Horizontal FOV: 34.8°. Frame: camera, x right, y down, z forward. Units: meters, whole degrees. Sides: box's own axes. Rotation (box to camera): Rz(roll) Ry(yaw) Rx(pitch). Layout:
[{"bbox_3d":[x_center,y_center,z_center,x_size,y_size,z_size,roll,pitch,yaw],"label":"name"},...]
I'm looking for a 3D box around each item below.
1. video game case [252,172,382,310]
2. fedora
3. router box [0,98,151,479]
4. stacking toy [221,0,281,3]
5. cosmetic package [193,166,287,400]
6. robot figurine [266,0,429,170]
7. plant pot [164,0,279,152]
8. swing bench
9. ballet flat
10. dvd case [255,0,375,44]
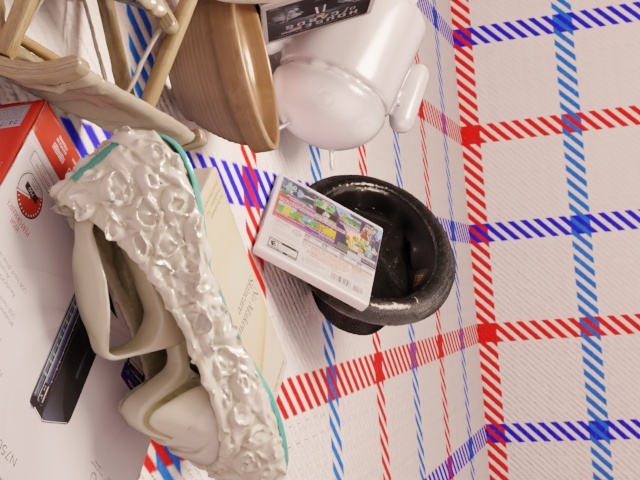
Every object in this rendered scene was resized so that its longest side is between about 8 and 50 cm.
[{"bbox_3d":[0.000,0.000,1.626,0.201,0.023,0.183,28,42,-13],"label":"video game case"},{"bbox_3d":[0.071,0.044,1.770,0.334,0.334,0.152,-76,-173,-46],"label":"fedora"},{"bbox_3d":[-0.254,0.099,0.919,0.301,0.082,0.335,-78,156,-43],"label":"router box"},{"bbox_3d":[-0.086,-0.524,1.074,0.480,0.350,0.351,76,17,-58],"label":"stacking toy"},{"bbox_3d":[-0.146,0.086,1.214,0.160,0.113,0.309,-73,151,-51],"label":"cosmetic package"},{"bbox_3d":[0.045,-0.297,1.686,0.353,0.300,0.200,-65,-167,-15],"label":"robot figurine"},{"bbox_3d":[-0.131,-0.221,1.315,0.237,0.109,0.237,-12,90,-83],"label":"plant pot"},{"bbox_3d":[-0.226,-0.232,0.988,0.253,0.165,0.255,30,62,-69],"label":"swing bench"},{"bbox_3d":[-0.149,0.096,0.956,0.147,0.147,0.409,-63,141,-59],"label":"ballet flat"},{"bbox_3d":[-0.005,-0.343,1.474,0.239,0.179,0.030,126,-53,-87],"label":"dvd case"}]
